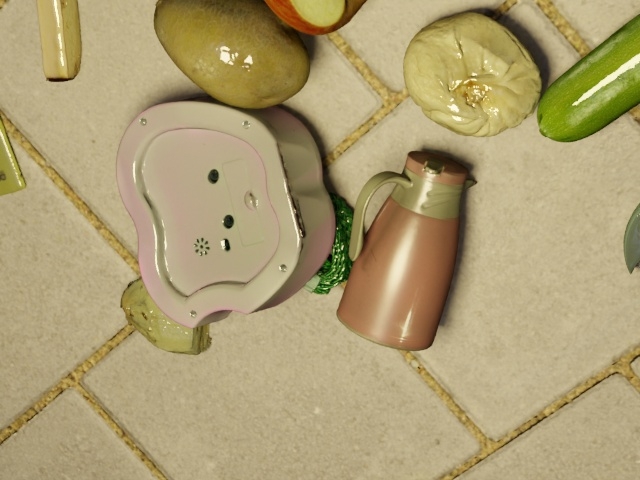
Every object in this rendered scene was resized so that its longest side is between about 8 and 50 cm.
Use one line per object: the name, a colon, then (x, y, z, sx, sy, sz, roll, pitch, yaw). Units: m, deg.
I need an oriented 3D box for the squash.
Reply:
squash: (0.429, -0.245, 1.684, 0.379, 0.101, 0.101, -36, 97, 30)

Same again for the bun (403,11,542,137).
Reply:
bun: (0.198, -0.215, 1.762, 0.188, 0.111, 0.164, 41, 114, 2)

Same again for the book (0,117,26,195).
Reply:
book: (-0.617, -0.219, 2.061, 0.239, 0.035, 0.352, -12, 107, 19)

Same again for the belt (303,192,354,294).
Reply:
belt: (0.000, 0.000, 1.934, 0.121, 0.079, 0.151, -26, 88, 32)

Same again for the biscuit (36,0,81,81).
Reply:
biscuit: (-0.385, -0.326, 1.931, 0.052, 0.056, 0.188, 3, 111, 17)

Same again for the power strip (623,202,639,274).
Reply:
power strip: (0.515, -0.016, 1.779, 0.216, 0.044, 0.137, -1, 110, 18)

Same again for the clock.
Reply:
clock: (-0.150, -0.046, 1.897, 0.339, 0.102, 0.338, 5, 101, 27)

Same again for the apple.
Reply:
apple: (0.001, -0.372, 1.731, 0.173, 0.160, 0.195, 38, 94, -14)

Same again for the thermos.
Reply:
thermos: (0.116, 0.005, 1.854, 0.176, 0.146, 0.265, 4, 111, -31)

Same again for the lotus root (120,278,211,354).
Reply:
lotus root: (-0.242, 0.111, 2.054, 0.144, 0.070, 0.143, -1, 110, 18)

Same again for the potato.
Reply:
potato: (-0.123, -0.268, 1.802, 0.235, 0.178, 0.160, 32, 75, 20)
